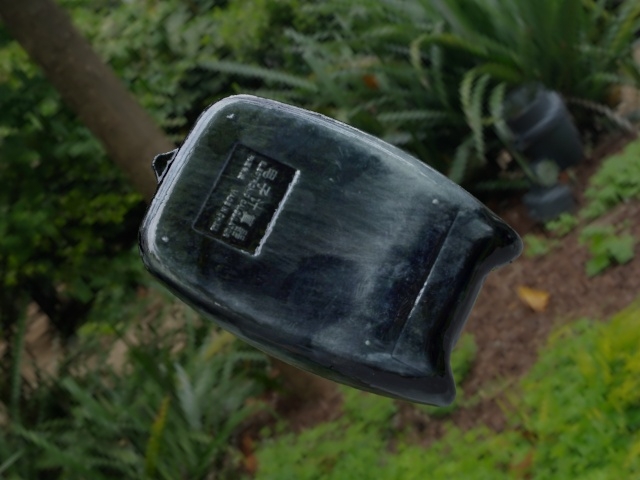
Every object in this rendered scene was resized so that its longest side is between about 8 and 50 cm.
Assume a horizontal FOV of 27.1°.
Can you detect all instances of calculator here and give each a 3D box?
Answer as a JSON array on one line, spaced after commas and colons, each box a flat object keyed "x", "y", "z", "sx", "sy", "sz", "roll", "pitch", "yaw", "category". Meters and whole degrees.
[{"x": 0.000, "y": 0.000, "z": 0.942, "sx": 0.040, "sy": 0.268, "sz": 0.177, "roll": 92, "pitch": -157, "yaw": -74, "category": "calculator"}]
